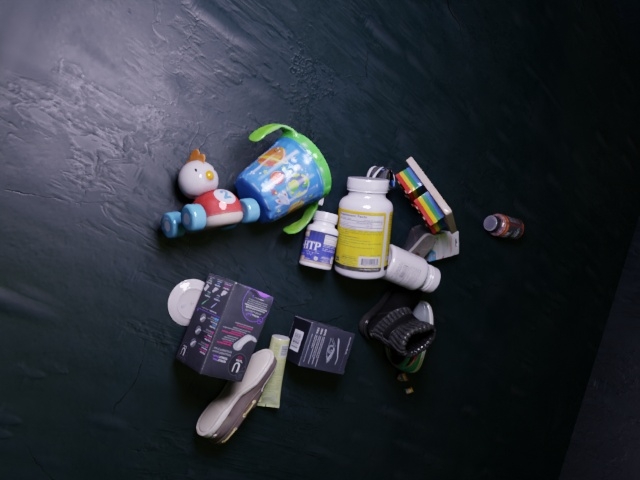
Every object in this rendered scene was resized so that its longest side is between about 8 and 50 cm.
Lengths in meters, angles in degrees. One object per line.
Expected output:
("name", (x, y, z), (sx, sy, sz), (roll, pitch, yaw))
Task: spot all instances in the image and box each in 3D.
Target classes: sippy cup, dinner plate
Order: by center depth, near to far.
("dinner plate", (-0.383, 0.186, 1.506), (0.141, 0.017, 0.141), (-4, 97, -34))
("sippy cup", (-0.124, -0.173, 1.518), (0.224, 0.240, 0.305), (-38, 92, -27))

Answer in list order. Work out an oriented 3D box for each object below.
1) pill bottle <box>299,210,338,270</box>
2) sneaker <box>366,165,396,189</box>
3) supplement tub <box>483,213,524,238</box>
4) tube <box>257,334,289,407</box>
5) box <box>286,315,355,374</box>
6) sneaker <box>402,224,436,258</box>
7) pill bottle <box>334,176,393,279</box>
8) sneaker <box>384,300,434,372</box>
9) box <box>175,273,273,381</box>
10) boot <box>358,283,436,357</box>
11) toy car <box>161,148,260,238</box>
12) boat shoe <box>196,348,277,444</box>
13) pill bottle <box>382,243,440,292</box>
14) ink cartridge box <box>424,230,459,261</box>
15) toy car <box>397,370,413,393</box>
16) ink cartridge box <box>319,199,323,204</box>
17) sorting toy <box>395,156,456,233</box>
("pill bottle", (0.000, 0.000, 1.705), (0.112, 0.112, 0.187), (14, 87, -36))
("sneaker", (0.207, -0.167, 1.831), (0.079, 0.121, 0.217), (15, 86, -35))
("supplement tub", (0.833, -0.066, 2.311), (0.197, 0.106, 0.106), (10, 90, -37))
("tube", (-0.158, 0.435, 1.677), (0.062, 0.070, 0.240), (8, 94, -66))
("box", (-0.004, 0.362, 1.745), (0.207, 0.108, 0.153), (24, 81, -36))
("sneaker", (0.351, 0.042, 1.994), (0.222, 0.118, 0.083), (-45, 114, 10))
("pill bottle", (0.151, -0.047, 1.745), (0.187, 0.188, 0.334), (-4, 104, -36))
("sneaker", (0.340, 0.376, 1.998), (0.178, 0.123, 0.296), (14, 88, -46))
("box", (-0.281, 0.257, 1.497), (0.165, 0.143, 0.270), (30, 77, -45))
("boot", (0.335, 0.279, 1.889), (0.348, 0.260, 0.131), (-44, 118, -24))
("toy car", (-0.323, -0.144, 1.412), (0.219, 0.210, 0.238), (-13, 90, -45))
("boat shoe", (-0.244, 0.488, 1.584), (0.324, 0.116, 0.097), (-50, 125, -16))
("pill bottle", (0.325, 0.111, 1.879), (0.229, 0.131, 0.131), (22, 82, -22))
("ink cartridge box", (0.492, 0.018, 2.098), (0.181, 0.061, 0.104), (-10, 102, -35))
("toy car", (0.346, 0.586, 2.062), (0.040, 0.060, 0.122), (-23, 104, 1))
("ink cartridge box", (-0.015, -0.150, 1.728), (0.083, 0.028, 0.048), (13, 88, -37))
("sorting toy", (0.386, -0.143, 1.868), (0.089, 0.255, 0.257), (-34, 157, 7))
